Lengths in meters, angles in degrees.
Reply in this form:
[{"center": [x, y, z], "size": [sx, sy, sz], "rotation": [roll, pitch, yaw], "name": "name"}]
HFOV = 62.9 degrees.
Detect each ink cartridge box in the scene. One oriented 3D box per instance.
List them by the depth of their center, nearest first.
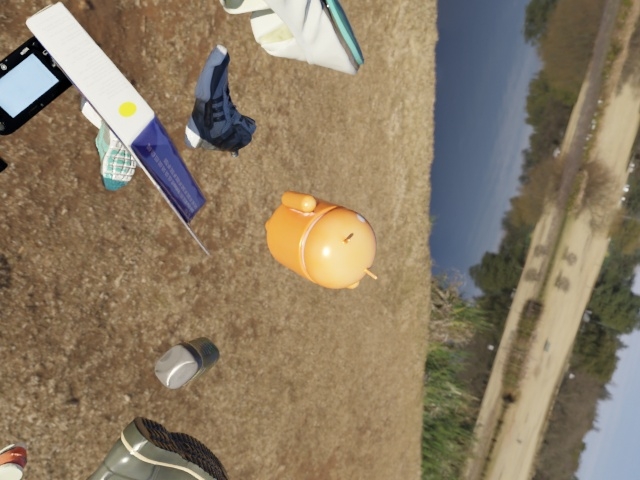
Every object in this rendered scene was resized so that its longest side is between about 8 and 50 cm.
[{"center": [-0.263, -0.147, 0.789], "size": [0.072, 0.307, 0.303], "rotation": [-40, 168, -11], "name": "ink cartridge box"}]

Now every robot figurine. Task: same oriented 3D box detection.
[{"center": [0.001, 0.001, 0.823], "size": [0.128, 0.219, 0.158], "rotation": [-3, 106, -34], "name": "robot figurine"}]

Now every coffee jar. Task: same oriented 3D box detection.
[{"center": [-0.292, 0.267, 1.155], "size": [0.096, 0.079, 0.184], "rotation": [-43, 174, -2], "name": "coffee jar"}]

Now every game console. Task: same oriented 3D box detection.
[{"center": [-0.621, -0.244, 0.958], "size": [0.361, 0.044, 0.213], "rotation": [-44, 140, -10], "name": "game console"}]

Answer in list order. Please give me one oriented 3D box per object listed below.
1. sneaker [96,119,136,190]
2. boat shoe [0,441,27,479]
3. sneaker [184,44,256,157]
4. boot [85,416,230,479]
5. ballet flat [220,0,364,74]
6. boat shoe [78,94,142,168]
[{"center": [-0.396, -0.173, 1.002], "size": [0.065, 0.076, 0.166], "rotation": [18, 70, -48], "name": "sneaker"}, {"center": [-0.441, 0.312, 0.680], "size": [0.137, 0.043, 0.049], "rotation": [-32, 126, 5], "name": "boat shoe"}, {"center": [-0.212, -0.307, 1.200], "size": [0.101, 0.153, 0.268], "rotation": [-86, -161, -45], "name": "sneaker"}, {"center": [-0.221, 0.322, 0.685], "size": [0.137, 0.077, 0.198], "rotation": [-46, 127, -6], "name": "boot"}, {"center": [-0.046, -0.299, 0.632], "size": [0.400, 0.139, 0.139], "rotation": [17, 92, -75], "name": "ballet flat"}, {"center": [-0.416, -0.244, 1.205], "size": [0.277, 0.096, 0.098], "rotation": [41, 61, -43], "name": "boat shoe"}]
